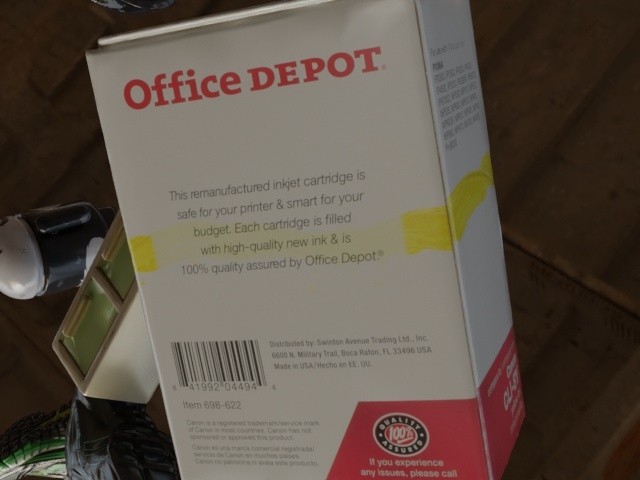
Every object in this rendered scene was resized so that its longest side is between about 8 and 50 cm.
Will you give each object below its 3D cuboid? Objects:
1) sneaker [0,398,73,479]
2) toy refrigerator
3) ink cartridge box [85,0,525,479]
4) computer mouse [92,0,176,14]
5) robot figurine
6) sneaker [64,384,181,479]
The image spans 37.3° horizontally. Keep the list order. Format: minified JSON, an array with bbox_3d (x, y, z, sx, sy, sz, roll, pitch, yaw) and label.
[{"bbox_3d":[-0.466,0.383,1.673,0.343,0.146,0.134,-22,-161,15],"label":"sneaker"},{"bbox_3d":[-0.186,0.034,1.025,0.102,0.094,0.269,41,-73,44],"label":"toy refrigerator"},{"bbox_3d":[0.000,0.000,0.784,0.279,0.384,0.160,-4,-166,25],"label":"ink cartridge box"},{"bbox_3d":[-0.268,-0.363,1.149,0.262,0.060,0.184,28,-128,2],"label":"computer mouse"},{"bbox_3d":[-0.525,0.013,1.877,0.278,0.209,0.173,-17,-151,-37],"label":"robot figurine"},{"bbox_3d":[-0.219,0.243,1.046,0.106,0.101,0.267,-63,-148,9],"label":"sneaker"}]
